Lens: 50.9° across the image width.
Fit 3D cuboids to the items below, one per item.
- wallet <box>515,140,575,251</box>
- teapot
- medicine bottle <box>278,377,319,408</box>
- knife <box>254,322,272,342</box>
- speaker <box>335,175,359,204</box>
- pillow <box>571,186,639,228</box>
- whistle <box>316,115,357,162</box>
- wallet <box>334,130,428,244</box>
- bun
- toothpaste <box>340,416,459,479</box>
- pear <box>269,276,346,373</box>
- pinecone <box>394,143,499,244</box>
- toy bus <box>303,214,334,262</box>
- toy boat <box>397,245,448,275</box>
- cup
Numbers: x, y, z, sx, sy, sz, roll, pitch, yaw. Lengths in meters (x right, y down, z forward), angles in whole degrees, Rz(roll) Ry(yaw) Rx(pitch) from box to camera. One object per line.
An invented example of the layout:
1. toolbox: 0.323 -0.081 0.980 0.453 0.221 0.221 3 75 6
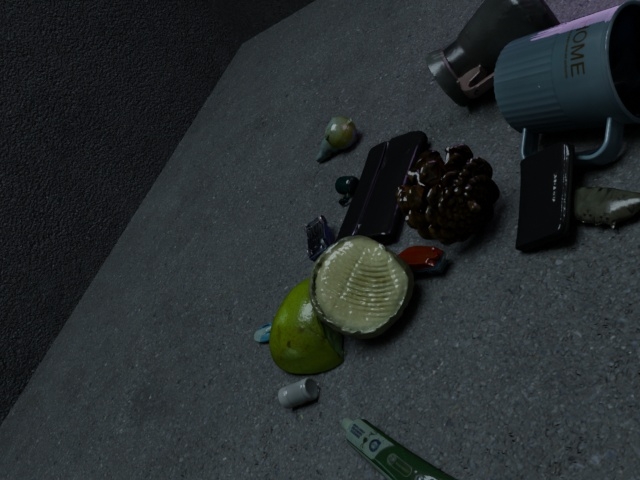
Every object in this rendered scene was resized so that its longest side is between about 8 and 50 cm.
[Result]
1. wallet: 0.495 -0.103 1.486 0.149 0.044 0.250 -26 46 57
2. teapot: 0.495 -0.547 1.915 0.344 0.253 0.300 -37 29 29
3. medicine bottle: -0.054 0.378 1.665 0.089 0.057 0.057 -28 35 29
4. knife: -0.110 0.246 1.920 0.222 0.031 0.064 -23 38 34
5. speaker: 0.086 -0.159 2.153 0.075 0.060 0.094 6 93 54
6. pillow: 0.573 -0.070 1.414 0.241 0.051 0.093 15 71 58
7. whistle: 0.058 -0.353 2.388 0.223 0.123 0.122 -49 21 42
8. wallet: 0.178 -0.145 1.996 0.228 0.062 0.406 -14 43 43
9. bun: 0.097 0.119 1.660 0.260 0.152 0.259 -2 79 11
10. toothpaste: 0.154 0.440 1.325 0.098 0.061 0.392 -52 33 -10
11. pear: -0.065 0.218 1.782 0.239 0.139 0.288 -33 39 32
12. pinecone: 0.301 -0.116 1.646 0.244 0.244 0.309 -52 19 -10
13. toy bus: 0.000 0.000 2.037 0.073 0.076 0.167 -35 34 23
14. toy boat: 0.251 0.052 1.672 0.173 0.059 0.069 -4 49 59
15. cup: 0.605 -0.350 1.569 0.257 0.331 0.311 -24 14 -33
